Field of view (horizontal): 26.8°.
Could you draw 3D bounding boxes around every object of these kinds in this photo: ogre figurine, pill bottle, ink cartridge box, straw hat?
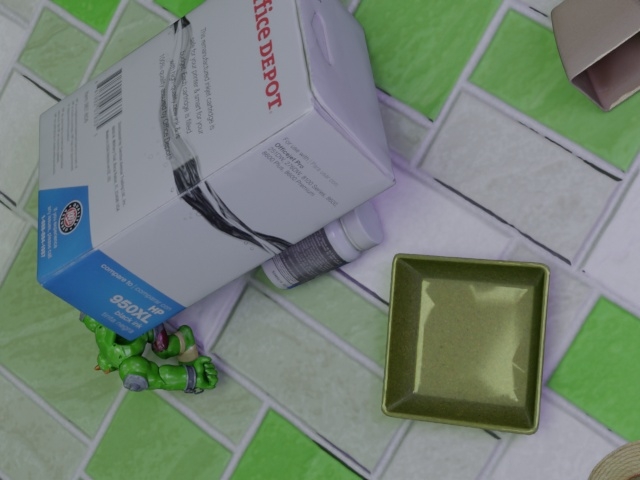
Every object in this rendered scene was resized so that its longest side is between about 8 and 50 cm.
[{"bbox_3d":[-0.223,0.116,1.665,0.097,0.118,0.197,-36,75,47],"label":"ogre figurine"},{"bbox_3d":[0.000,0.000,1.590,0.137,0.078,0.078,-24,77,24],"label":"pill bottle"},{"bbox_3d":[-0.131,-0.109,1.554,0.395,0.166,0.285,-30,44,22],"label":"ink cartridge box"},{"bbox_3d":[0.337,0.281,1.415,0.144,0.061,0.145,-2,86,26],"label":"straw hat"}]

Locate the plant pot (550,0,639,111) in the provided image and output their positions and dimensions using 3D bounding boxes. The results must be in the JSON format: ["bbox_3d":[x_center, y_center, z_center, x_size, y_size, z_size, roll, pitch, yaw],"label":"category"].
[{"bbox_3d":[0.310,-0.220,1.440,0.109,0.109,0.096,-35,59,21],"label":"plant pot"}]

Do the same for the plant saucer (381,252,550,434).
[{"bbox_3d":[0.169,0.114,1.517,0.188,0.045,0.188,4,89,27],"label":"plant saucer"}]
